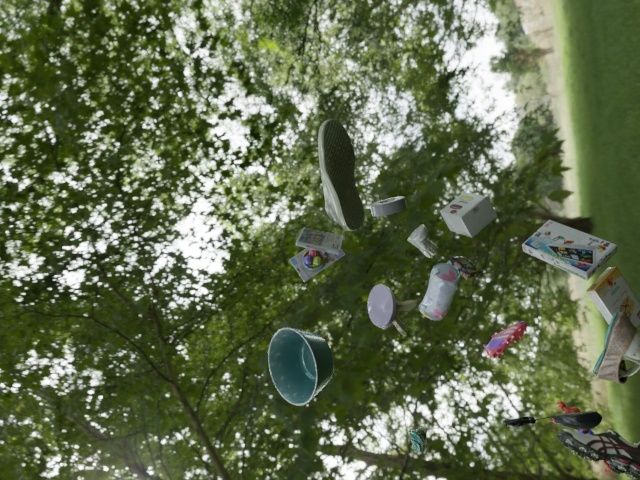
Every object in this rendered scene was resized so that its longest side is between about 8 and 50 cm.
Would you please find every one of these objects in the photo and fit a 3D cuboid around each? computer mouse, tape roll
[{"bbox_3d":[0.608,0.483,1.096,0.071,0.242,0.041,16,-121,-47],"label":"computer mouse"},{"bbox_3d":[0.416,-0.209,2.547,0.219,0.219,0.072,-29,-73,-56],"label":"tape roll"}]

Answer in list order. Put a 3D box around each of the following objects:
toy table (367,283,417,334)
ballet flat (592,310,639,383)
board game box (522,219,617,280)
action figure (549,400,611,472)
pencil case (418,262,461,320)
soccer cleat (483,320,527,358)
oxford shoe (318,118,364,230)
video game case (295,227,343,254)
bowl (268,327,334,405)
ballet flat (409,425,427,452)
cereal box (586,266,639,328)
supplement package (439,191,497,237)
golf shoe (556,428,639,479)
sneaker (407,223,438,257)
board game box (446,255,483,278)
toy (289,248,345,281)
[{"bbox_3d":[0.377,0.376,2.244,0.161,0.252,0.274,31,-140,-27],"label":"toy table"},{"bbox_3d":[0.897,0.324,1.226,0.107,0.106,0.316,-46,-43,-23],"label":"ballet flat"},{"bbox_3d":[1.079,0.033,1.814,0.193,0.305,0.053,-39,-53,-9],"label":"board game box"},{"bbox_3d":[1.069,0.794,1.705,0.280,0.091,0.139,57,166,24],"label":"action figure"},{"bbox_3d":[0.513,0.224,1.798,0.113,0.124,0.273,-66,-13,-47],"label":"pencil case"},{"bbox_3d":[0.861,0.453,1.944,0.083,0.248,0.095,10,-147,-29],"label":"soccer cleat"},{"bbox_3d":[0.062,-0.252,1.660,0.169,0.130,0.449,-24,-69,-28],"label":"oxford shoe"},{"bbox_3d":[0.000,0.000,1.778,0.201,0.183,0.023,-70,-9,-69],"label":"video game case"},{"bbox_3d":[-0.063,0.505,1.732,0.163,0.312,0.311,-3,-92,-44],"label":"bowl"},{"bbox_3d":[0.368,0.726,1.543,0.188,0.070,0.070,79,-154,-47],"label":"ballet flat"},{"bbox_3d":[1.199,0.251,1.674,0.173,0.047,0.240,-36,-90,-21],"label":"cereal box"},{"bbox_3d":[0.825,-0.148,2.323,0.194,0.203,0.149,-38,-69,-7],"label":"supplement package"},{"bbox_3d":[0.971,0.711,1.442,0.120,0.273,0.105,-60,-19,-28],"label":"golf shoe"},{"bbox_3d":[0.571,0.009,2.229,0.108,0.169,0.292,-51,-6,1],"label":"sneaker"},{"bbox_3d":[0.793,0.146,2.272,0.170,0.141,0.048,-2,-53,-48],"label":"board game box"},{"bbox_3d":[-0.017,0.073,1.975,0.137,0.237,0.056,54,169,18],"label":"toy"}]
